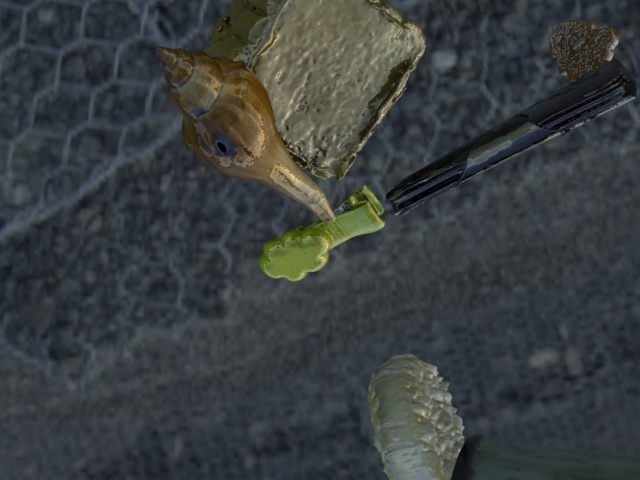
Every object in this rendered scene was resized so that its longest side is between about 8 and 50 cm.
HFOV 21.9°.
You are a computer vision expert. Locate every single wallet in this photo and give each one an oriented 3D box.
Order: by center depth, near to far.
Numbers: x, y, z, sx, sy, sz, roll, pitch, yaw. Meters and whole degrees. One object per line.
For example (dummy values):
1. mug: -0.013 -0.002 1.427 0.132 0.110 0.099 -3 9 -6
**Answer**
1. wallet: 0.165 -0.091 1.431 0.232 0.122 0.031 -27 96 14

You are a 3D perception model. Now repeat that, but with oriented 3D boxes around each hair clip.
1. hair clip: 0.000 0.000 2.052 0.173 0.046 0.072 -29 121 16

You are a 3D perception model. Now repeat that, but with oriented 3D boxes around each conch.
1. conch: -0.081 -0.103 1.791 0.109 0.093 0.330 -25 129 19

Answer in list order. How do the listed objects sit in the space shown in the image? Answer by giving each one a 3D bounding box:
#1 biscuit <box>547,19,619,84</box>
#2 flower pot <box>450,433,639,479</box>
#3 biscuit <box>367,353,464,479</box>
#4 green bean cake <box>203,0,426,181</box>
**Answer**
1. biscuit: 0.278 -0.203 1.771 0.016 0.092 0.082 4 120 -48
2. flower pot: 0.254 0.301 1.194 0.330 0.293 0.294 4 131 16
3. biscuit: 0.106 0.226 1.803 0.084 0.281 0.179 -25 131 13
4. green bean cake: -0.017 -0.208 1.894 0.229 0.131 0.224 31 93 -37
